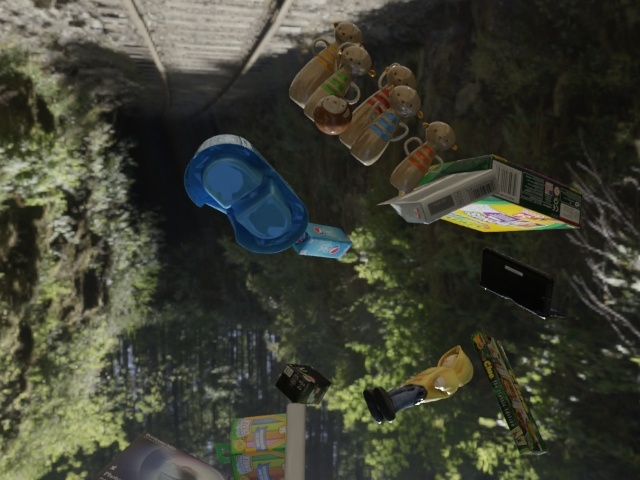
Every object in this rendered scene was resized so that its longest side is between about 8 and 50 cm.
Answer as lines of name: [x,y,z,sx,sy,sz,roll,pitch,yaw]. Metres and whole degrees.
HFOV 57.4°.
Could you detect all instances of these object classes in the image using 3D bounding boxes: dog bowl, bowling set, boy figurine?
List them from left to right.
dog bowl: [-0.151,-0.099,1.217,0.166,0.297,0.074,-34,-144,15]
bowling set: [0.078,-0.203,0.859,0.287,0.154,0.200,40,-169,2]
boy figurine: [0.248,0.329,1.353,0.285,0.092,0.177,-20,170,-25]

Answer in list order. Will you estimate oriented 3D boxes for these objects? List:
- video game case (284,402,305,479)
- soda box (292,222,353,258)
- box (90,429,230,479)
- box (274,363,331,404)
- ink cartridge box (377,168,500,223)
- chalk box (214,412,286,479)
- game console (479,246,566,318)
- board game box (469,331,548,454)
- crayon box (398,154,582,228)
video game case: [-0.046,0.481,0.977,0.036,0.329,0.300,2,145,-2]
soda box: [0.000,0.000,1.708,0.210,0.067,0.071,9,-145,-53]
box: [-0.444,0.702,1.563,0.296,0.183,0.294,25,-168,7]
box: [-0.032,0.274,1.113,0.062,0.052,0.083,34,-174,36]
ink cartridge box: [0.196,-0.072,1.004,0.145,0.045,0.179,-24,-174,-15]
chalk box: [-0.174,0.562,1.560,0.213,0.132,0.132,-7,-153,-2]
game console: [0.315,0.065,0.901,0.071,0.107,0.122,-26,-143,-31]
board game box: [0.405,0.328,1.260,0.030,0.260,0.136,-30,148,21]
crayon box: [0.441,-0.108,1.541,0.362,0.106,0.313,14,170,-32]
